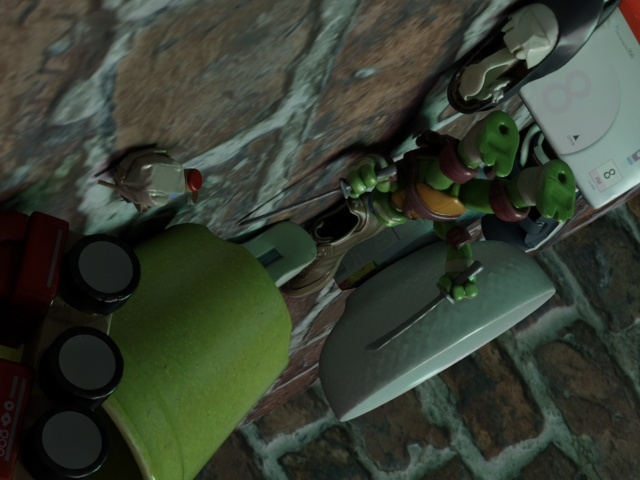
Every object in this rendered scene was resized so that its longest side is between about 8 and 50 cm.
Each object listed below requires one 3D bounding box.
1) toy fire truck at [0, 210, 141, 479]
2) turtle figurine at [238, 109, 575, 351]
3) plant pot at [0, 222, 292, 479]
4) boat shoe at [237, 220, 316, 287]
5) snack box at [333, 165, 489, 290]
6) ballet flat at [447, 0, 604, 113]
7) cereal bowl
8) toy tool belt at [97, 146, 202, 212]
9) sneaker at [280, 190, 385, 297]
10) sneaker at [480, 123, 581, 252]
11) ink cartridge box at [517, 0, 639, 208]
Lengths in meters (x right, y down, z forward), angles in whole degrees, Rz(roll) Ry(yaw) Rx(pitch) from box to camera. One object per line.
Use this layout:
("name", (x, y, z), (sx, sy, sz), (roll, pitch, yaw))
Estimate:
("toy fire truck", (-0.283, 0.083, 1.179), (0.246, 0.217, 0.158), (19, 148, -19))
("turtle figurine", (0.119, -0.015, 1.704), (0.275, 0.197, 0.266), (-29, -176, -40))
("plant pot", (-0.168, 0.120, 1.474), (0.254, 0.276, 0.276), (-38, 176, -40))
("boat shoe", (-0.093, 0.046, 1.773), (0.227, 0.079, 0.081), (-25, 164, -51))
("snack box", (0.122, -0.018, 2.155), (0.207, 0.070, 0.174), (-37, 169, 21))
("ballet flat", (0.191, -0.182, 1.561), (0.074, 0.074, 0.203), (-23, 169, -43))
("cereal bowl", (0.137, 0.100, 2.158), (0.339, 0.141, 0.339), (-29, 170, -6))
("toy tool belt", (-0.137, -0.048, 1.289), (0.051, 0.052, 0.083), (-2, -179, 27))
("sneaker", (0.000, 0.000, 1.937), (0.071, 0.066, 0.188), (8, 137, -49))
("sneaker", (0.308, -0.089, 2.232), (0.127, 0.126, 0.321), (-27, 159, -51))
("ink cartridge box", (0.350, -0.171, 1.779), (0.232, 0.189, 0.066), (-31, -155, 11))
